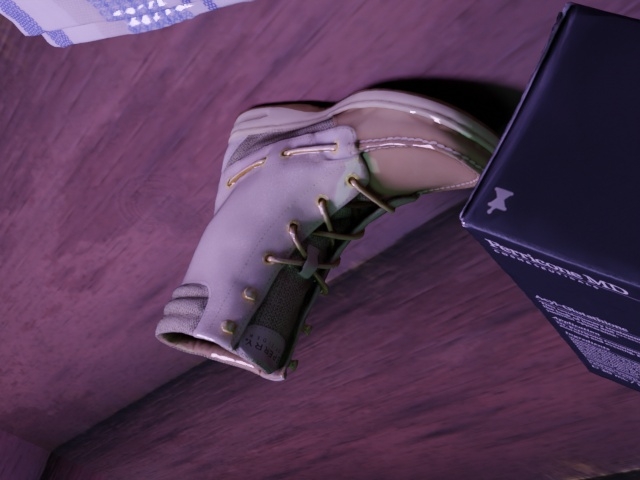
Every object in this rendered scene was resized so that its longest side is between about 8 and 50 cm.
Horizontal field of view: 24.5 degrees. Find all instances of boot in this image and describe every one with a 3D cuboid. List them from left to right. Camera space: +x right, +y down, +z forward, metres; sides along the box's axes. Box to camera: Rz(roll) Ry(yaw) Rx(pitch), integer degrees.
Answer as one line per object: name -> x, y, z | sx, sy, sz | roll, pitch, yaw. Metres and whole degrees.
boot -> 0.000, 0.000, 0.848 | 0.213, 0.165, 0.077 | 0, 150, 47

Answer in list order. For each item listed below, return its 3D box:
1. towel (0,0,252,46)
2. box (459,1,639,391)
towel -> -0.118, -0.181, 0.719 | 0.285, 0.034, 0.209 | -4, 145, 45
box -> 0.209, 0.024, 0.541 | 0.261, 0.103, 0.184 | 21, 171, 31
